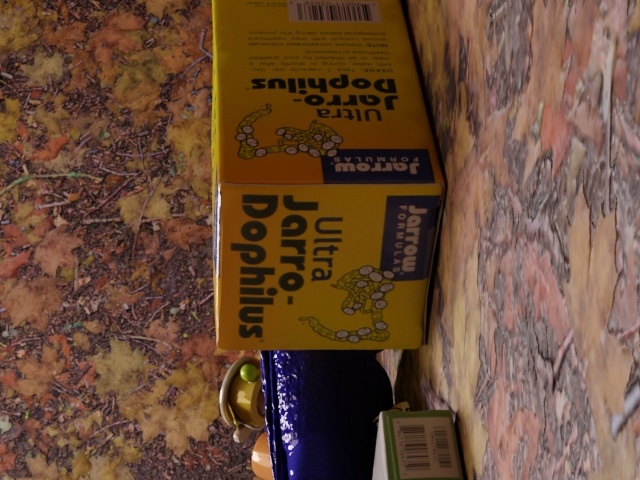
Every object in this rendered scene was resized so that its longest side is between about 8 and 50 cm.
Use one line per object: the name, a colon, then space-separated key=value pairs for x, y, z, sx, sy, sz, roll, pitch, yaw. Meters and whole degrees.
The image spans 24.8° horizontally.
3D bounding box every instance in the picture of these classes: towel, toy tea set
towel: x=0.012 y=0.233 z=1.402 sx=0.227 sy=0.076 sz=0.308 roll=50 pitch=-149 yaw=-50
toy tea set: x=0.007 y=0.239 z=1.778 sx=0.200 sy=0.124 sz=0.336 roll=-52 pitch=-42 yaw=-37

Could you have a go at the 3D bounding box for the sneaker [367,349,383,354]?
sneaker: x=0.000 y=0.000 z=1.656 sx=0.384 sy=0.145 sz=0.147 roll=-110 pitch=27 yaw=-61

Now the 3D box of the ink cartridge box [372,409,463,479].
ink cartridge box: x=0.076 y=0.246 z=1.215 sx=0.209 sy=0.062 sz=0.109 roll=94 pitch=174 yaw=-46

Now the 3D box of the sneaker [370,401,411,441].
sneaker: x=0.069 y=0.178 z=1.414 sx=0.109 sy=0.044 sz=0.040 roll=123 pitch=144 yaw=-85

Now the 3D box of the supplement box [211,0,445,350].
supplement box: x=-0.008 y=-0.083 z=1.398 sx=0.356 sy=0.195 sz=0.194 roll=-97 pitch=8 yaw=-51
